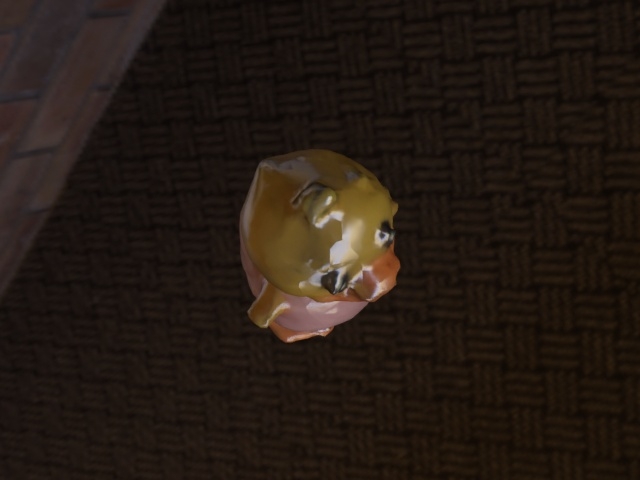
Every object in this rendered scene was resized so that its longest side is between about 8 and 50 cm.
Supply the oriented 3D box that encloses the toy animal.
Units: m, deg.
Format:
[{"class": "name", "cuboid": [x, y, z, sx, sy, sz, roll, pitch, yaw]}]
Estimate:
[{"class": "toy animal", "cuboid": [-0.003, -0.003, 1.368, 0.169, 0.195, 0.281, 45, 168, 1]}]
